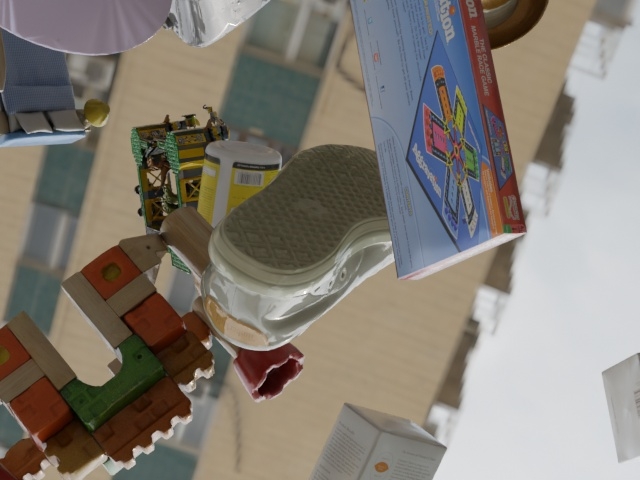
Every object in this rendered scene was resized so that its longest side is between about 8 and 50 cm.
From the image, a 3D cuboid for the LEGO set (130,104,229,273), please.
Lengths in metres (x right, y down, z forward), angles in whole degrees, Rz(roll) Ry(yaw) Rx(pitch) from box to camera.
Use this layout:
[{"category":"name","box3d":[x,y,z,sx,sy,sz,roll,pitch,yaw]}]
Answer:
[{"category":"LEGO set","box3d":[-0.146,-0.076,2.311,0.192,0.255,0.331,-10,-179,-19]}]

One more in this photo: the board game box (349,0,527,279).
[{"category":"board game box","box3d":[0.090,-0.121,1.284,0.027,0.145,0.281,-1,-105,-33]}]

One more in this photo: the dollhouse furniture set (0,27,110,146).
[{"category":"dollhouse furniture set","box3d":[-0.434,-0.297,2.255,0.303,0.287,0.198,-4,171,-44]}]

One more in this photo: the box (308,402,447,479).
[{"category":"box","box3d":[0.066,0.320,2.088,0.130,0.171,0.091,20,-173,-39]}]

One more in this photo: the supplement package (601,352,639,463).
[{"category":"supplement package","box3d":[0.538,0.222,2.178,0.244,0.134,0.139,-5,-105,-14]}]

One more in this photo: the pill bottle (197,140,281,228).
[{"category":"pill bottle","box3d":[-0.113,-0.034,2.075,0.103,0.184,0.103,8,-167,-2]}]

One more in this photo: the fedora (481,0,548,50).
[{"category":"fedora","box3d":[0.134,-0.274,1.535,0.194,0.079,0.194,2,-121,-4]}]

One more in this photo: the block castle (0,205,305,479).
[{"category":"block castle","box3d":[-0.232,0.201,1.842,0.453,0.303,0.213,-38,-115,-14]}]

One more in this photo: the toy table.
[{"category":"toy table","box3d":[-0.301,-0.306,1.628,0.274,0.252,0.161,40,179,-32]}]

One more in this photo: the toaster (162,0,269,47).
[{"category":"toaster","box3d":[-0.139,-0.387,2.187,0.227,0.146,0.129,-38,-111,-9]}]

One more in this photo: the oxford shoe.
[{"category":"oxford shoe","box3d":[0.000,0.000,1.718,0.169,0.130,0.449,29,-152,15]}]
